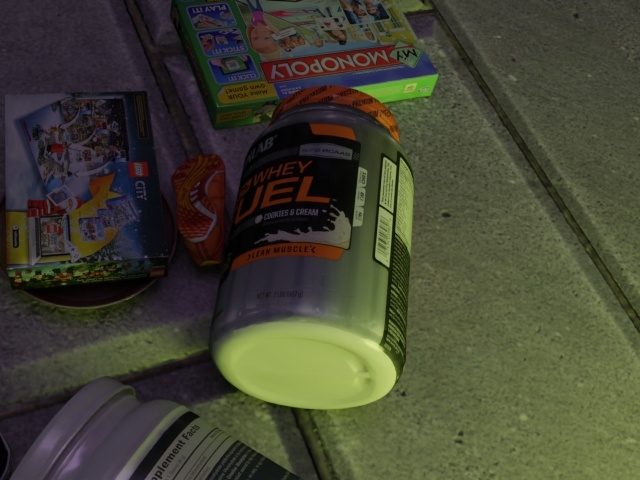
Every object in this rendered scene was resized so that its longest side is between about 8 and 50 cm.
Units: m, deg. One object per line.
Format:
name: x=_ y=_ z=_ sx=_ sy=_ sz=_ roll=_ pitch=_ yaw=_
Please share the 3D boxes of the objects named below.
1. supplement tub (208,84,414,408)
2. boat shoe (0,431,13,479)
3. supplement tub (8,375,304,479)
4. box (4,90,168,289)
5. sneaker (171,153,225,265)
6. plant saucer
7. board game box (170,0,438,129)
supplement tub: x=0.000 y=0.000 z=0.879 sx=0.193 sy=0.193 sz=0.316 roll=11 pitch=54 yaw=-6
boat shoe: x=-0.409 y=0.122 z=0.754 sx=0.306 sy=0.105 sz=0.113 roll=40 pitch=57 yaw=14
supplement tub: x=-0.109 y=0.253 z=0.685 sx=0.272 sy=0.191 sz=0.191 roll=29 pitch=55 yaw=7
box: x=-0.258 y=-0.062 z=0.906 sx=0.159 sy=0.044 sz=0.233 roll=-4 pitch=58 yaw=-16
sneaker: x=-0.138 y=-0.039 z=0.961 sx=0.064 sy=0.067 sz=0.175 roll=-7 pitch=42 yaw=5
plant saucer: x=-0.259 y=-0.004 z=0.917 sx=0.198 sy=0.036 sz=0.198 roll=6 pitch=56 yaw=-9
board game box: x=-0.023 y=-0.269 z=1.143 sx=0.317 sy=0.046 sz=0.213 roll=-12 pitch=60 yaw=-20
